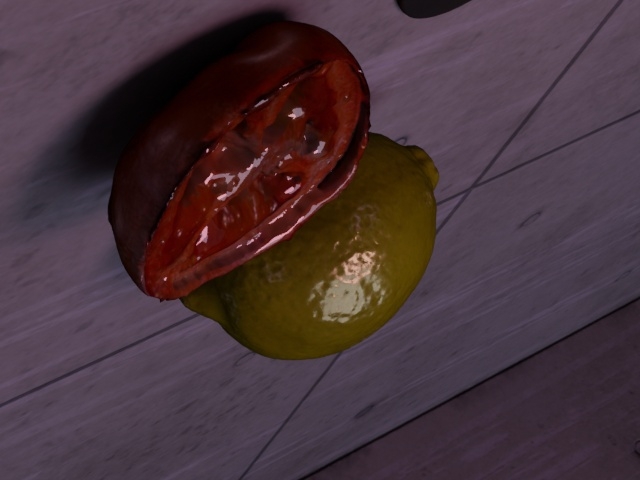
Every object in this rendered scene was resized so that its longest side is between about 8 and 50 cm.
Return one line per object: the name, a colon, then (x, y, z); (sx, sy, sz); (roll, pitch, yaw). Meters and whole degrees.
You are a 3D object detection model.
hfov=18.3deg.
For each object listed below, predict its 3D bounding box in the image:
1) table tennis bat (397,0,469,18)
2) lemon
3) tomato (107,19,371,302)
table tennis bat: (0.174, -0.253, 1.500); (0.274, 0.021, 0.154); (-34, 166, 9)
lemon: (0.000, 0.000, 1.612); (0.248, 0.184, 0.184); (-30, 165, -17)
tomato: (-0.065, -0.070, 1.416); (0.228, 0.101, 0.228); (-37, 161, -15)
